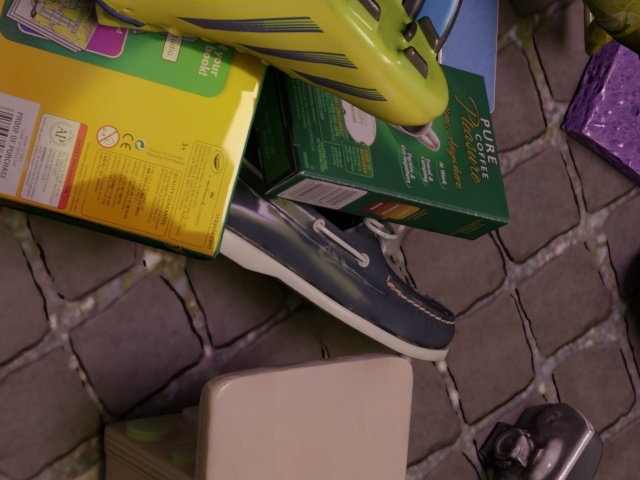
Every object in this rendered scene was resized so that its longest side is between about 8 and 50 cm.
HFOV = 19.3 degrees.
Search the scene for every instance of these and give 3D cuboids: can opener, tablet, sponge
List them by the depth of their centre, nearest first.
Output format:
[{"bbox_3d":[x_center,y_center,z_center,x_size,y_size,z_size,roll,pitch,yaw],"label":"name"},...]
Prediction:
[{"bbox_3d":[0.104,-0.131,1.334,0.054,0.006,0.083,-5,101,-36],"label":"tablet"},{"bbox_3d":[0.119,0.244,1.365,0.095,0.076,0.283,43,74,-32],"label":"can opener"},{"bbox_3d":[0.266,-0.150,1.434,0.117,0.031,0.210,29,81,-35],"label":"sponge"}]

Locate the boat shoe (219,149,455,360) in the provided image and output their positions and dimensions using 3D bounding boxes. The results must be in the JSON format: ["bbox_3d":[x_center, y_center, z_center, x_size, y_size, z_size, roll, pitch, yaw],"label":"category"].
[{"bbox_3d":[0.000,0.000,1.231,0.254,0.095,0.079,30,91,-27],"label":"boat shoe"}]

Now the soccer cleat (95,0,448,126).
[{"bbox_3d":[-0.057,-0.146,1.033,0.289,0.093,0.121,36,114,-15],"label":"soccer cleat"}]

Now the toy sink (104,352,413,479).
[{"bbox_3d":[-0.047,0.175,1.200,0.152,0.131,0.234,-6,106,-35],"label":"toy sink"}]

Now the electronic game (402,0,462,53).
[{"bbox_3d":[0.008,-0.194,1.228,0.229,0.048,0.229,-7,102,-35],"label":"electronic game"}]

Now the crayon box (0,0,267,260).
[{"bbox_3d":[-0.108,-0.143,1.095,0.165,0.081,0.279,16,88,-12],"label":"crayon box"}]

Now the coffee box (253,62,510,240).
[{"bbox_3d":[0.038,-0.068,1.200,0.184,0.040,0.113,10,61,-40],"label":"coffee box"}]

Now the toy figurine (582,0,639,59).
[{"bbox_3d":[0.147,-0.313,1.263,0.217,0.191,0.363,10,90,-17],"label":"toy figurine"}]
